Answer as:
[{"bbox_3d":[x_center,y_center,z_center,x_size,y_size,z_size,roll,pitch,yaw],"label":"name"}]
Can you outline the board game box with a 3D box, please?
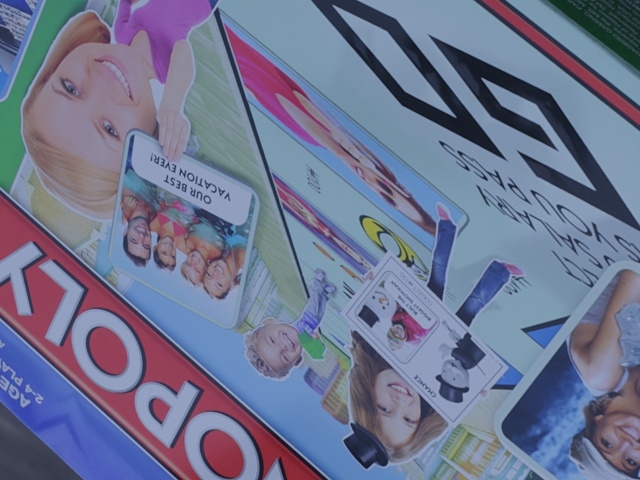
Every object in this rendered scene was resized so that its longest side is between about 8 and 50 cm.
[{"bbox_3d":[0.000,0.000,0.504,0.317,0.046,0.213,40,127,15],"label":"board game box"}]
